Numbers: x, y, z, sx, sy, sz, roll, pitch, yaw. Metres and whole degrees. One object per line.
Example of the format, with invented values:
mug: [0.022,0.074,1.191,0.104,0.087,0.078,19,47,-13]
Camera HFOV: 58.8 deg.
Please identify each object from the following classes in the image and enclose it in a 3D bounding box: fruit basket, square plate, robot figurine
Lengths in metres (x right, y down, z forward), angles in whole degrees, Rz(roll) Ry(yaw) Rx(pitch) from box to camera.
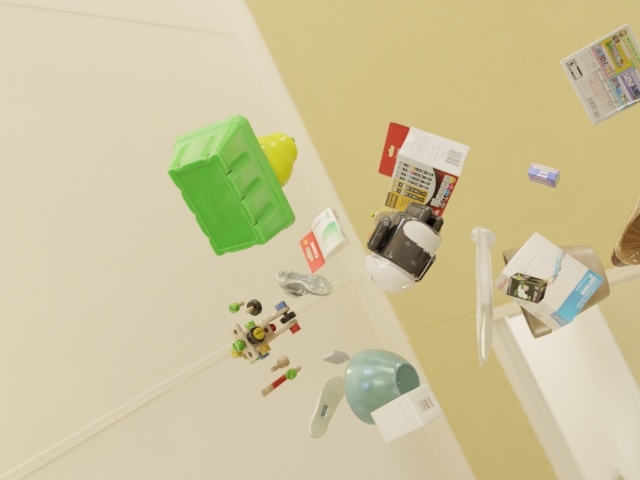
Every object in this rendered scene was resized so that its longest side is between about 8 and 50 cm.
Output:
fruit basket: [-0.223,-0.186,1.654,0.392,0.283,0.392,48,-145,-50]
square plate: [0.556,0.195,1.934,0.344,0.049,0.347,-78,-19,-44]
robot figurine: [0.248,0.024,1.698,0.209,0.278,0.173,32,176,6]

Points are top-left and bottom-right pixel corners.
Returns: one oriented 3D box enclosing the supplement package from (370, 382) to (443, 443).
supplement package: [0.259,0.523,1.717,0.105,0.179,0.105,-12,-115,-43]

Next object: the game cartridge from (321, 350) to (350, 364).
game cartridge: [0.049,0.355,1.726,0.083,0.056,0.017,29,-139,-45]

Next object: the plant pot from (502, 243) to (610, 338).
plant pot: [0.819,0.144,1.969,0.323,0.281,0.323,-20,-90,-78]

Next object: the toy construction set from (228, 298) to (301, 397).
toy construction set: [-0.207,0.363,1.852,0.237,0.258,0.308,-26,-78,-53]

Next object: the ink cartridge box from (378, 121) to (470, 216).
ink cartridge box: [0.316,-0.220,1.899,0.272,0.309,0.130,21,-117,9]

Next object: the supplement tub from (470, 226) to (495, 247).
supplement tub: [0.606,-0.012,2.120,0.071,0.071,0.107,58,-175,-8]

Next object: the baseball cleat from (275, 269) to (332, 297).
baseball cleat: [-0.047,0.152,1.862,0.072,0.206,0.109,-56,-31,-31]

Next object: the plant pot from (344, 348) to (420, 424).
plant pot: [0.262,0.546,2.164,0.290,0.195,0.290,17,-117,-36]

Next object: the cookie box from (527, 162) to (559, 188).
cookie box: [0.744,-0.215,1.888,0.107,0.092,0.040,19,-87,-65]

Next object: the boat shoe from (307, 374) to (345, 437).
boat shoe: [0.013,0.566,1.936,0.079,0.081,0.227,31,-122,-3]

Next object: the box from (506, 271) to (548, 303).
box: [0.535,0.122,1.470,0.062,0.083,0.052,-16,-63,-52]

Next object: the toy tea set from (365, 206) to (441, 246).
toy tea set: [0.358,-0.039,2.491,0.336,0.200,0.124,9,-165,-12]

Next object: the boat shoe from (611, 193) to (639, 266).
boat shoe: [0.894,-0.068,1.532,0.123,0.342,0.123,33,170,15]

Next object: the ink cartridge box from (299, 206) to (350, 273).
ink cartridge box: [0.000,0.000,2.311,0.056,0.225,0.181,22,-144,-47]

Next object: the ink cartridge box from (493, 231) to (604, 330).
ink cartridge box: [0.671,0.123,1.698,0.233,0.168,0.171,39,172,16]

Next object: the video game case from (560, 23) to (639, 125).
video game case: [0.819,-0.465,1.605,0.212,0.193,0.023,61,-159,-2]
